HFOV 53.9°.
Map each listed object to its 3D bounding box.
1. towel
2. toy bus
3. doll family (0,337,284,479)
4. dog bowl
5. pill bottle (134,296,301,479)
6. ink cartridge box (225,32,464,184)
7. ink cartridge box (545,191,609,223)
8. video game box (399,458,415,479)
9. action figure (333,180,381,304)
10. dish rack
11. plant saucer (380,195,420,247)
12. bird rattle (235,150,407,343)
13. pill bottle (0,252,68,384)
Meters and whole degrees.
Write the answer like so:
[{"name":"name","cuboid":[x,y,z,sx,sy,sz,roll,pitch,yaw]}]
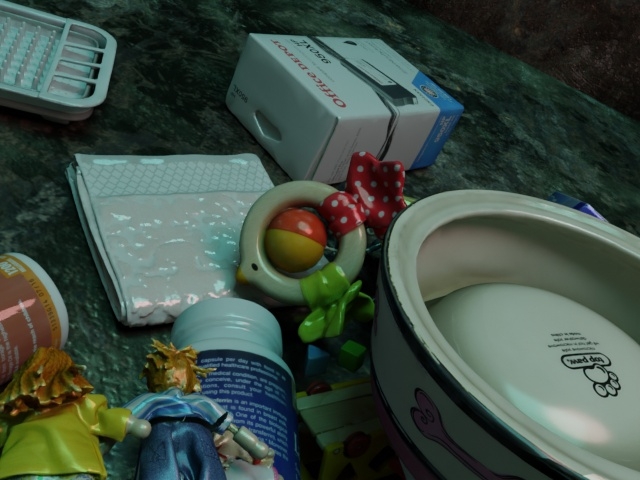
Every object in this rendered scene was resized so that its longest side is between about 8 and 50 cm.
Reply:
[{"name":"towel","cuboid":[-0.170,-0.020,0.921,0.332,0.053,0.317,-5,47,-36]},{"name":"toy bus","cuboid":[0.056,0.220,0.720,0.202,0.104,0.191,16,25,11]},{"name":"doll family","cuboid":[-0.125,0.142,0.419,0.263,0.118,0.163,10,35,-27]},{"name":"dog bowl","cuboid":[0.230,0.121,0.600,0.408,0.150,0.408,13,34,-9]},{"name":"pill bottle","cuboid":[-0.097,0.192,0.617,0.153,0.153,0.264,15,38,-17]},{"name":"ink cartridge box","cuboid":[0.054,-0.275,1.283,0.395,0.166,0.285,-16,53,-43]},{"name":"ink cartridge box","cuboid":[0.432,0.070,0.971,0.270,0.151,0.395,44,13,4]},{"name":"video game box","cuboid":[0.173,0.221,0.608,0.187,0.048,0.205,3,37,-18]},{"name":"action figure","cuboid":[0.092,0.003,0.979,0.164,0.141,0.275,46,19,-33]},{"name":"dish rack","cuboid":[-0.516,-0.298,1.022,0.333,0.072,0.285,12,39,-21]},{"name":"plant saucer","cuboid":[0.166,0.019,0.918,0.188,0.045,0.188,7,69,-44]},{"name":"bird rattle","cuboid":[0.000,0.000,0.804,0.207,0.253,0.143,15,0,5]},{"name":"pill bottle","cuboid":[-0.360,0.101,0.585,0.121,0.121,0.216,39,36,15]}]
